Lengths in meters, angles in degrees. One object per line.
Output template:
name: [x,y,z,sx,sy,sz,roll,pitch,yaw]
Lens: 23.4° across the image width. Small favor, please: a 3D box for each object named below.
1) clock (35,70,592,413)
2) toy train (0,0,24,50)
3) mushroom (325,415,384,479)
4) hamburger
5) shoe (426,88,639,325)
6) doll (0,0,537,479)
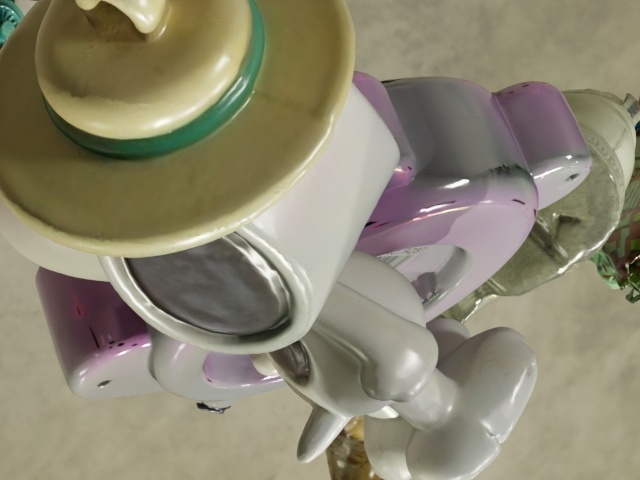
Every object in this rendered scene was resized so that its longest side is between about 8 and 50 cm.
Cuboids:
clock: [0.000,0.000,0.794,0.227,0.090,0.248,-3,154,-44]
toy train: [-0.338,-0.252,1.449,0.154,0.107,0.198,43,61,-41]
mushroom: [0.068,0.247,1.218,0.207,0.233,0.302,10,88,-14]
hamburger: [0.405,-0.047,1.826,0.150,0.276,0.261,23,90,-22]
shoe: [0.111,-0.013,1.220,0.342,0.132,0.210,-29,-173,35]
doll: [-0.006,-0.004,0.603,0.271,0.208,0.144,34,70,-18]
